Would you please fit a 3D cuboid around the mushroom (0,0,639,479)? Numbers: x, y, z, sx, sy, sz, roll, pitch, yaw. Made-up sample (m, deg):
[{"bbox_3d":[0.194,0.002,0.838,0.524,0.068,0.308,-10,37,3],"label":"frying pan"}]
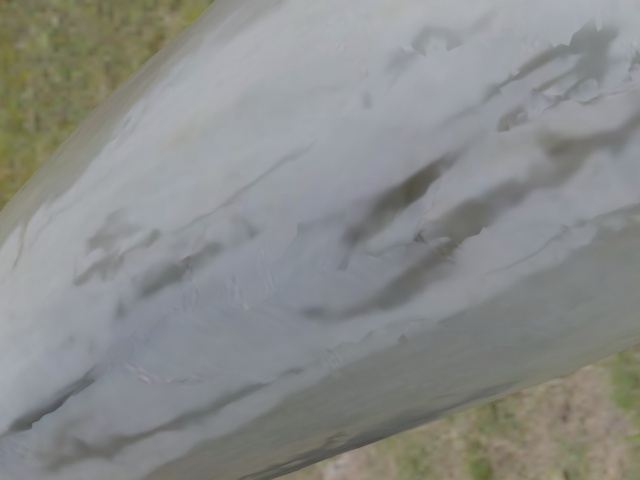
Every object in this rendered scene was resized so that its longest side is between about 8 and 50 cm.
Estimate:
[{"bbox_3d":[-0.002,-0.008,0.538,0.407,0.137,0.154,-26,111,19],"label":"mushroom"}]
